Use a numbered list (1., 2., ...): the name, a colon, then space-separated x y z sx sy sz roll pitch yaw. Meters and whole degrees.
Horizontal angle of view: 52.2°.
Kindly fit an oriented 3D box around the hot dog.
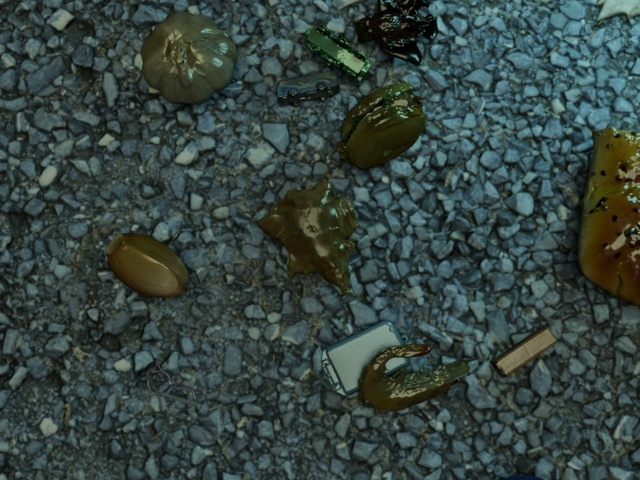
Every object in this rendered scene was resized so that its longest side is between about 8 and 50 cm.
1. hot dog: 0.741 -0.030 1.426 0.367 0.196 0.366 16 86 6

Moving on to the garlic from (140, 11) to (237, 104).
1. garlic: -0.310 -0.425 1.521 0.227 0.152 0.228 -1 77 4

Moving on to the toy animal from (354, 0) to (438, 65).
1. toy animal: 0.179 -0.506 1.559 0.179 0.116 0.219 -9 78 26

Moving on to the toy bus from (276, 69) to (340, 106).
1. toy bus: -0.031 -0.362 1.557 0.152 0.051 0.061 -10 70 0

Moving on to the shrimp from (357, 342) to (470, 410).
1. shrimp: 0.199 0.287 1.432 0.253 0.058 0.173 -24 113 0

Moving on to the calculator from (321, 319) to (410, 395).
1. calculator: 0.104 0.264 1.472 0.210 0.039 0.121 -26 84 -3

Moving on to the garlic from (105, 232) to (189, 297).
1. garlic: -0.377 0.059 1.480 0.206 0.128 0.115 28 40 2

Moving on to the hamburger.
1. hamburger: 0.128 -0.260 1.473 0.215 0.189 0.122 -31 73 -1

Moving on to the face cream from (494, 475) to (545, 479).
1. face cream: 0.383 0.629 1.312 0.248 0.249 0.225 -22 85 -2

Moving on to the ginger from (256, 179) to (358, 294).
1. ginger: 0.000 0.000 1.473 0.218 0.123 0.270 -38 93 0

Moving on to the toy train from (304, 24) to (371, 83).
1. toy train: 0.040 -0.437 1.536 0.178 0.104 0.071 36 96 5

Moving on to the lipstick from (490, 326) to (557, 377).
1. lipstick: 0.455 0.250 1.462 0.145 0.045 0.045 -33 81 -2

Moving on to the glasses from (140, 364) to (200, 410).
1. glasses: -0.342 0.332 1.441 0.139 0.104 0.063 31 86 9
